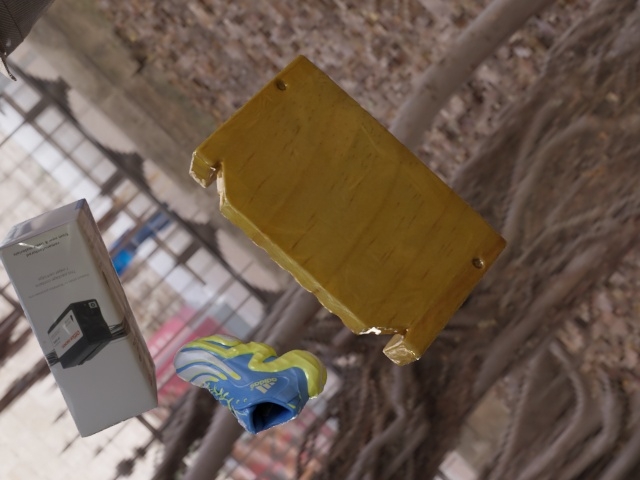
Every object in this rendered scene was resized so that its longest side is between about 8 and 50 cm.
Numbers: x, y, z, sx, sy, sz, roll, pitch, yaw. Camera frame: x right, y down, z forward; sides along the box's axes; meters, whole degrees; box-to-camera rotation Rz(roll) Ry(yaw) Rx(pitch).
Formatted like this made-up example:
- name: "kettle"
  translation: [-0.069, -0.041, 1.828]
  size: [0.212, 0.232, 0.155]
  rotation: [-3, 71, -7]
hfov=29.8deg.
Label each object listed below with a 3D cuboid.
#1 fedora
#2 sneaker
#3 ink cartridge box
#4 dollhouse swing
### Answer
- name: "fedora"
  translation: [-0.437, -0.350, 1.616]
  size: [0.275, 0.124, 0.244]
  rotation: [36, 155, 53]
- name: "sneaker"
  translation: [-0.117, 0.202, 1.683]
  size: [0.240, 0.126, 0.091]
  rotation: [-1, 125, 24]
- name: "ink cartridge box"
  translation: [-0.360, 0.111, 1.822]
  size: [0.223, 0.129, 0.307]
  rotation: [-132, 20, -77]
- name: "dollhouse swing"
  translation: [0.000, 0.000, 1.541]
  size: [0.347, 0.315, 0.305]
  rotation: [43, 144, 0]
